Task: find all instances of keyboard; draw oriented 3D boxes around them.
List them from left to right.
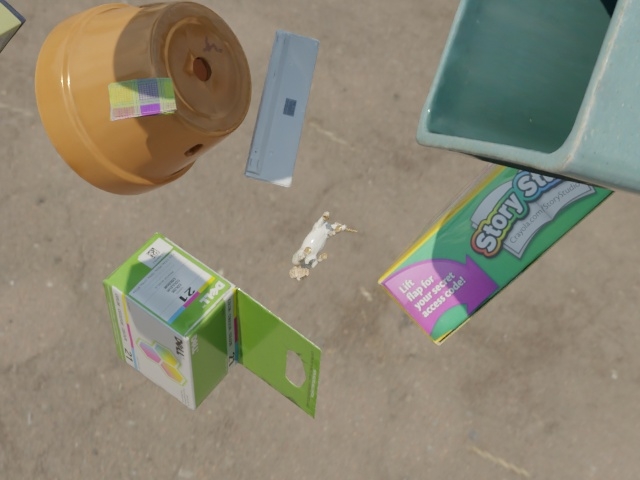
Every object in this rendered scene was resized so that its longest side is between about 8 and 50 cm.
[{"bbox_3d":[-0.057,-0.205,1.517,0.072,0.014,0.256,15,70,-13],"label":"keyboard"}]

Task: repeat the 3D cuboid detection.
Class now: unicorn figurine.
[{"bbox_3d":[0.000,0.000,1.591,0.162,0.111,0.060,-40,90,-20],"label":"unicorn figurine"}]

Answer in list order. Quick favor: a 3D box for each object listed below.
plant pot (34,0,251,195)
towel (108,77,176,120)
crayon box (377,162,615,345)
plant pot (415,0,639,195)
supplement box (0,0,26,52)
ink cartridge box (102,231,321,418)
[{"bbox_3d":[-0.241,-0.227,1.466,0.290,0.203,0.291,16,69,-47],"label":"plant pot"},{"bbox_3d":[-0.225,-0.178,1.245,0.083,0.009,0.060,-9,60,-7],"label":"towel"},{"bbox_3d":[0.248,-0.064,1.133,0.106,0.363,0.313,46,15,1],"label":"crayon box"},{"bbox_3d":[0.256,-0.137,0.701,0.252,0.247,0.248,18,4,-18],"label":"plant pot"},{"bbox_3d":[-0.257,-0.146,0.656,0.083,0.056,0.083,43,26,-11],"label":"supplement box"},{"bbox_3d":[-0.129,0.134,1.203,0.255,0.189,0.097,33,58,19],"label":"ink cartridge box"}]
